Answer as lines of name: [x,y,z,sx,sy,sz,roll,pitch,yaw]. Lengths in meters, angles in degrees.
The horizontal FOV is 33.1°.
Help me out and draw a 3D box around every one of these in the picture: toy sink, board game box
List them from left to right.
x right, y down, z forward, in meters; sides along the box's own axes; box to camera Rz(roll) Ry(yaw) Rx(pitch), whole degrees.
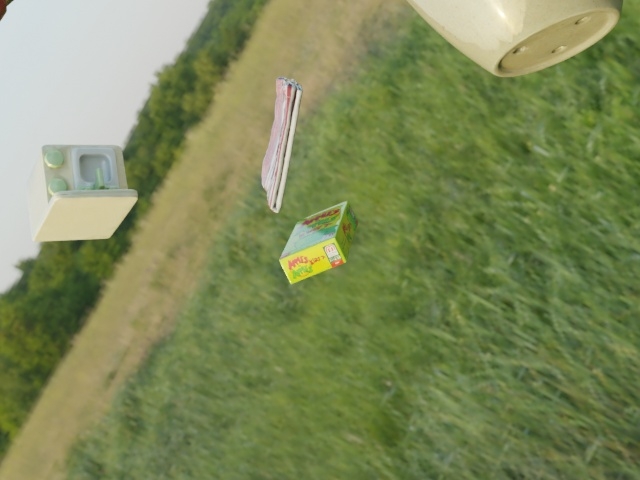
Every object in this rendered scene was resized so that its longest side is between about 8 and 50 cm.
toy sink: [-0.445,-0.098,1.988,0.234,0.152,0.131,141,122,-60]
board game box: [0.000,0.000,1.641,0.092,0.043,0.181,-23,15,15]

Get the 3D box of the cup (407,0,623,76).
cup: [0.246,-0.346,1.330,0.331,0.331,0.237,-42,65,60]

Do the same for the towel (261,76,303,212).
towel: [-0.078,-0.190,2.055,0.329,0.037,0.237,-113,33,-79]

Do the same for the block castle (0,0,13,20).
block castle: [-0.821,-0.630,2.163,0.302,0.453,0.213,0,39,27]
